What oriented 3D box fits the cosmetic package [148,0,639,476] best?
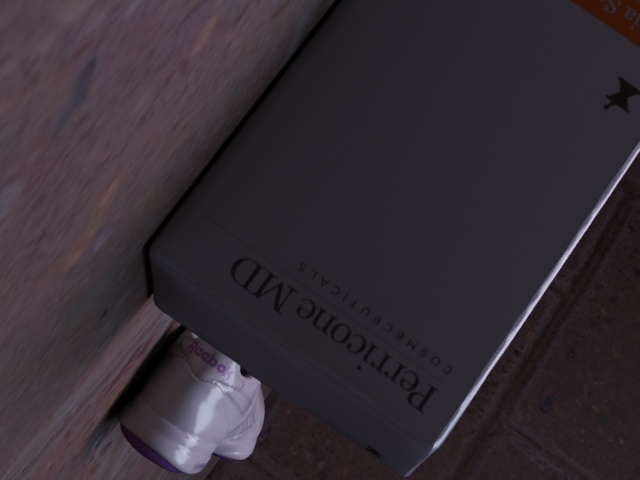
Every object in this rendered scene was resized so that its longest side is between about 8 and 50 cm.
[{"bbox_3d":[0.102,-0.085,1.006,0.453,0.230,0.161,-54,175,-15],"label":"cosmetic package"}]

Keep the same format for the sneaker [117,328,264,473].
[{"bbox_3d":[-0.087,0.133,1.341,0.152,0.114,0.305,-54,176,5],"label":"sneaker"}]
